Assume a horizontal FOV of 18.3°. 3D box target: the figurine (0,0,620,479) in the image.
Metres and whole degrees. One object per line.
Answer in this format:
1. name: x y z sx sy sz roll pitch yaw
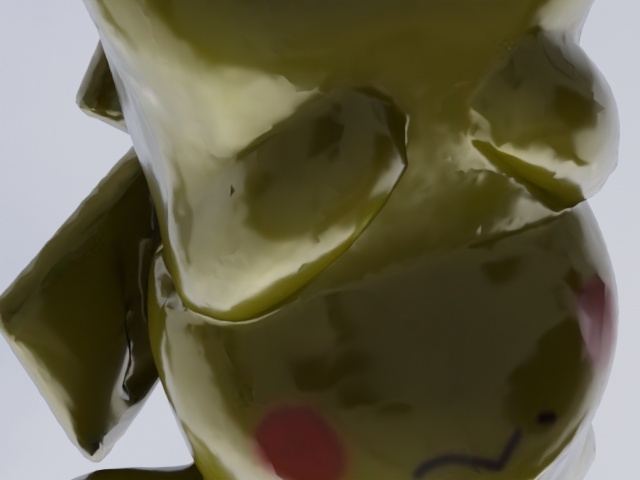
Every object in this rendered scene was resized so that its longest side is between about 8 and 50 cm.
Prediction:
1. figurine: -0.001 -0.007 0.620 0.218 0.327 0.169 -16 -154 -16
